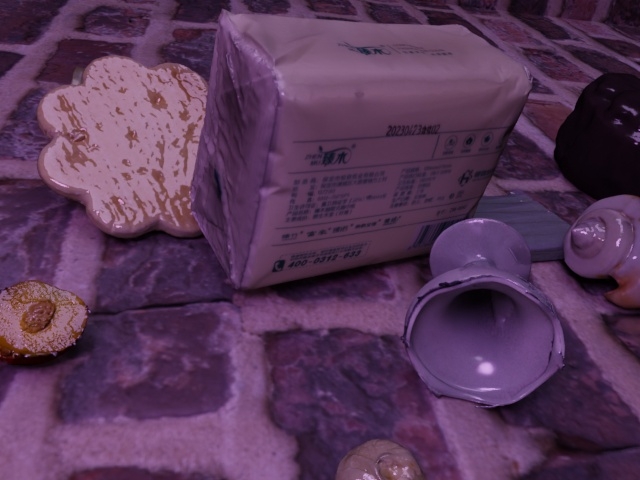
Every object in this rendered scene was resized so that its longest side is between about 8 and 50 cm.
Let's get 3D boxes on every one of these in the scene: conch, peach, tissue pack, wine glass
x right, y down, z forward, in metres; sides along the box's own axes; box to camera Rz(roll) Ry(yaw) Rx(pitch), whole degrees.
[{"bbox_3d":[0.469,0.009,0.861,0.255,0.127,0.158,3,45,-13],"label":"conch"},{"bbox_3d":[-0.291,0.092,0.622,0.098,0.061,0.098,14,50,-17],"label":"peach"},{"bbox_3d":[0.045,-0.121,0.787,0.381,0.297,0.207,-8,41,-32],"label":"tissue pack"},{"bbox_3d":[0.186,0.068,0.697,0.165,0.164,0.196,15,30,9],"label":"wine glass"}]

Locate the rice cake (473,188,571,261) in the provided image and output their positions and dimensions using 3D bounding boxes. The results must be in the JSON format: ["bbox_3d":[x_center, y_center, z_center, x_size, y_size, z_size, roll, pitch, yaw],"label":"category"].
[{"bbox_3d":[0.297,-0.024,0.967,0.198,0.037,0.189,-8,37,-26],"label":"rice cake"}]

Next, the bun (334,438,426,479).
[{"bbox_3d":[0.055,0.211,0.534,0.086,0.054,0.086,6,34,-4],"label":"bun"}]

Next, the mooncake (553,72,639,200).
[{"bbox_3d":[0.669,-0.172,1.148,0.382,0.212,0.350,0,41,-11],"label":"mooncake"}]

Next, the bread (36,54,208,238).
[{"bbox_3d":[-0.243,-0.134,0.873,0.316,0.054,0.315,9,63,-18],"label":"bread"}]

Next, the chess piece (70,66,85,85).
[{"bbox_3d":[-0.272,-0.186,0.993,0.252,0.144,0.144,7,33,-16],"label":"chess piece"}]
